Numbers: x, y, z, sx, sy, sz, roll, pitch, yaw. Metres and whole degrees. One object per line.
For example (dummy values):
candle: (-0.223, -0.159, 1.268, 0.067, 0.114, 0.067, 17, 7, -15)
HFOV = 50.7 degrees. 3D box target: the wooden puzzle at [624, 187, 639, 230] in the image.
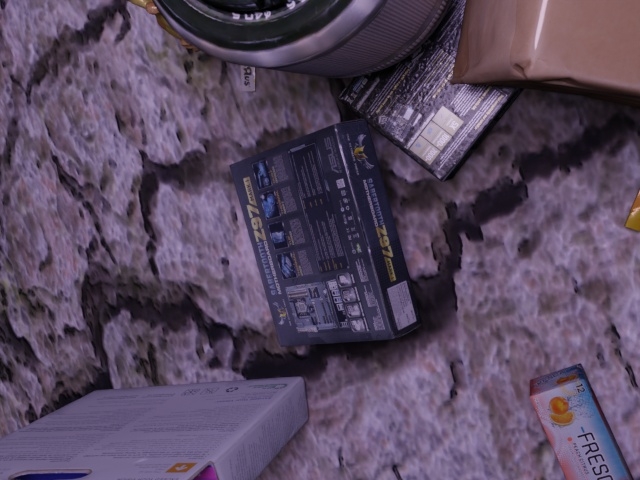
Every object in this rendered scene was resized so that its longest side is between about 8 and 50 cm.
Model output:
wooden puzzle: (0.381, -0.037, 0.695, 0.117, 0.014, 0.078, 10, 105, 17)

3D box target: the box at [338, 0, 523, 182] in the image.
box: (0.134, -0.178, 0.720, 0.147, 0.077, 0.180, 39, 107, 9)

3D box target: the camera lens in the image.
camera lens: (-0.005, -0.250, 0.563, 0.220, 0.274, 0.219, 4, 101, 20)

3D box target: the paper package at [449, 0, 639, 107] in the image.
paper package: (0.301, -0.269, 0.556, 0.310, 0.168, 0.324, 7, 101, -11)

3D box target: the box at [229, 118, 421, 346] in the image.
box: (0.000, 0.000, 0.763, 0.183, 0.059, 0.232, -14, 93, 44)

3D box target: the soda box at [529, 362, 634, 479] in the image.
soda box: (0.293, 0.232, 0.737, 0.063, 0.058, 0.183, -24, 91, 19)

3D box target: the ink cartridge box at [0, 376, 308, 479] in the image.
ink cartridge box: (-0.217, 0.239, 0.759, 0.324, 0.330, 0.071, -7, 95, 19)

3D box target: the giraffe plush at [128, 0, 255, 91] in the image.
giraffe plush: (-0.130, -0.274, 0.743, 0.182, 0.170, 0.210, -16, 92, 19)
